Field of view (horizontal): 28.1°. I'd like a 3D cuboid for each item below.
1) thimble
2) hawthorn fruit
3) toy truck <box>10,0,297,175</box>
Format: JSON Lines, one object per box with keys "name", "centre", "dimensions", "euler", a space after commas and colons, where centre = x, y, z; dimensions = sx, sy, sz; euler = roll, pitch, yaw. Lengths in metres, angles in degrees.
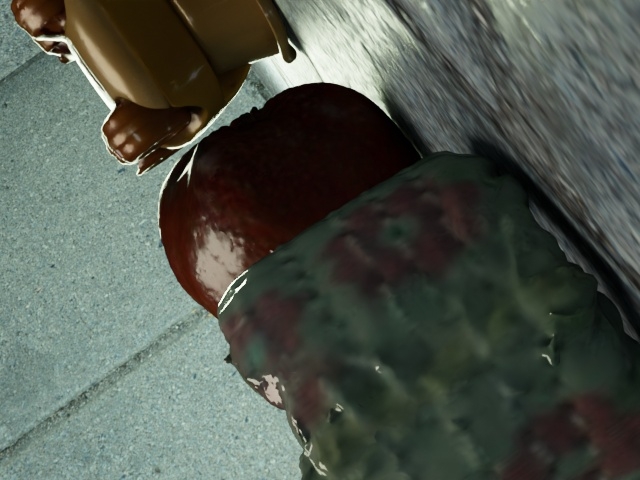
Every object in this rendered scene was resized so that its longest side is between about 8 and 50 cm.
{"name": "thimble", "centre": [0.057, 0.061, 0.575], "dimensions": [0.185, 0.149, 0.211], "euler": [57, 180, 11]}
{"name": "hawthorn fruit", "centre": [0.000, 0.000, 0.849], "dimensions": [0.202, 0.185, 0.185], "euler": [51, -179, -8]}
{"name": "toy truck", "centre": [-0.157, -0.198, 1.230], "dimensions": [0.204, 0.211, 0.288], "euler": [55, 177, -3]}
